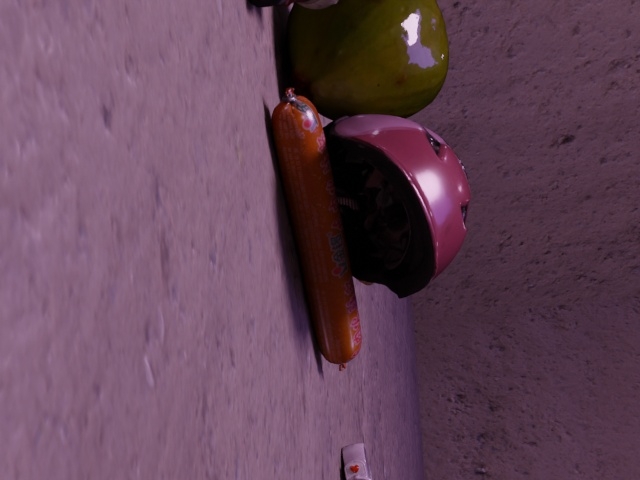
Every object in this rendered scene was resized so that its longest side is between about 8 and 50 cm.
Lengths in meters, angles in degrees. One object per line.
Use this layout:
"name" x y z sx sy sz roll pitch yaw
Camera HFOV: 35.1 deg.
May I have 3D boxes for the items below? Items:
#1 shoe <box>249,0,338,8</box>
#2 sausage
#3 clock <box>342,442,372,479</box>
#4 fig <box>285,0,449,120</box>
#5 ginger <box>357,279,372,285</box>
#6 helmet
"shoe" -0.032 -0.319 0.942 0.112 0.099 0.228 -42 132 -44
"sausage" 0.000 0.000 1.059 0.053 0.053 0.348 -86 167 -57
"clock" 0.052 0.313 1.227 0.087 0.041 0.129 16 62 -87
"fig" 0.036 -0.221 1.158 0.225 0.203 0.203 -35 127 -36
"ginger" 0.059 -0.016 1.612 0.069 0.051 0.173 40 48 -72
"helmet" 0.083 -0.051 1.084 0.253 0.154 0.198 -4 -69 58
